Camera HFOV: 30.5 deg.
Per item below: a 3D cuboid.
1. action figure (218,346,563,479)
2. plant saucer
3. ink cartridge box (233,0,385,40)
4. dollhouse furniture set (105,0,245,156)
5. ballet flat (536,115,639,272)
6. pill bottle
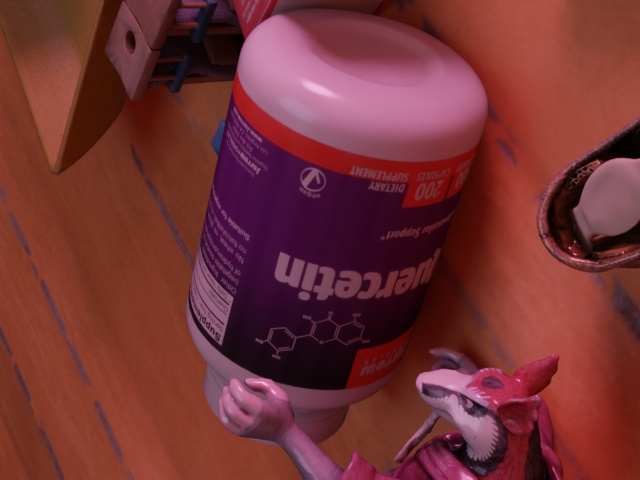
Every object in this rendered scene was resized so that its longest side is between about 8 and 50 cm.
[{"bbox_3d":[0.069,0.215,0.804,0.276,0.248,0.370,59,143,25],"label":"action figure"},{"bbox_3d":[-0.251,-0.296,1.233,0.333,0.081,0.333,63,142,34],"label":"plant saucer"},{"bbox_3d":[-0.024,-0.319,0.866,0.207,0.117,0.283,134,119,-69],"label":"ink cartridge box"},{"bbox_3d":[-0.078,-0.149,1.013,0.184,0.129,0.129,60,140,26],"label":"dollhouse furniture set"},{"bbox_3d":[0.232,-0.055,0.626,0.316,0.106,0.108,-42,65,50],"label":"ballet flat"},{"bbox_3d":[0.000,0.000,0.899,0.181,0.181,0.323,45,133,38],"label":"pill bottle"}]
